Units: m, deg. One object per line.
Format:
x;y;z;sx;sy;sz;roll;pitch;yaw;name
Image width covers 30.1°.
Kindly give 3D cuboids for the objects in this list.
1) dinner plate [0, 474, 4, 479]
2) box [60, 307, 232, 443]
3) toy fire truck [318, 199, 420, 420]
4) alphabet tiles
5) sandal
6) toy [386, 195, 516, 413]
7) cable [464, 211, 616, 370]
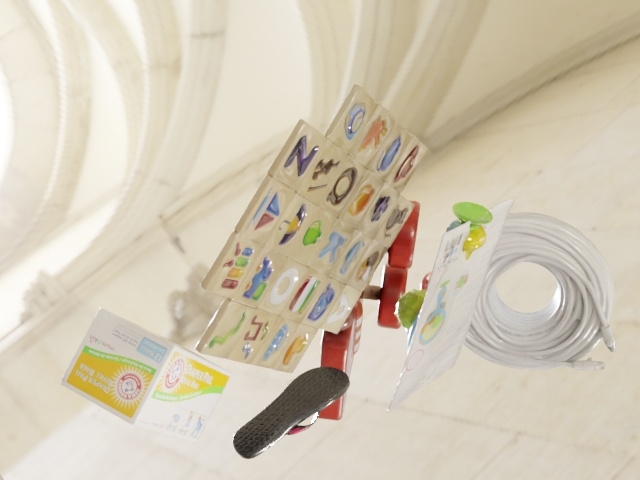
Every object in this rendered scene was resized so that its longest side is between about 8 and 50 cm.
-0.136;0.106;0.332;0.141;0.141;0.017;45;18;13;dinner plate
-0.207;0.168;1.449;0.114;0.103;0.203;24;-7;21;box
0.040;0.075;1.693;0.169;0.254;0.302;8;-48;3;toy fire truck
0.000;0.000;1.186;0.011;0.285;0.342;31;1;23;alphabet tiles
-0.037;0.232;1.594;0.067;0.179;0.040;50;-5;48;sandal
0.123;0.059;1.273;0.056;0.137;0.237;36;-52;25;toy
0.319;0.077;1.828;0.257;0.089;0.257;-4;-69;16;cable
